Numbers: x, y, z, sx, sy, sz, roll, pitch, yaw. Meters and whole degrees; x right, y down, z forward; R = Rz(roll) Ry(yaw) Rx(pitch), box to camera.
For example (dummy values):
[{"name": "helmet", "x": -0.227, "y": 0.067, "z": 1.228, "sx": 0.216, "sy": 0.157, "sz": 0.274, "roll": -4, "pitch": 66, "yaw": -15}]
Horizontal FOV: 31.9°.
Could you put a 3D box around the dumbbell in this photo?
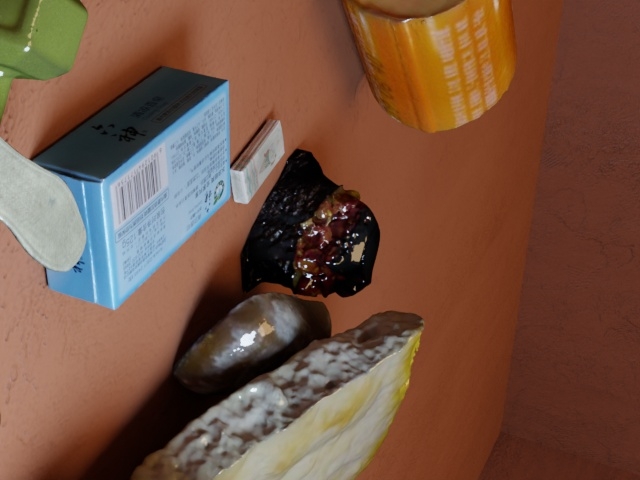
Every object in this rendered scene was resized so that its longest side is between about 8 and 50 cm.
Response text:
[{"name": "dumbbell", "x": -0.264, "y": -0.057, "z": 0.809, "sx": 0.108, "sy": 0.121, "sz": 0.302, "roll": 180, "pitch": -74, "yaw": -80}]

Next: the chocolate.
[{"name": "chocolate", "x": -0.067, "y": 0.149, "z": 1.430, "sx": 0.157, "sy": 0.080, "sz": 0.254, "roll": -43, "pitch": 161, "yaw": 11}]

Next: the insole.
[{"name": "insole", "x": -0.210, "y": -0.027, "z": 0.802, "sx": 0.192, "sy": 0.010, "sz": 0.063, "roll": 60, "pitch": 49, "yaw": -66}]

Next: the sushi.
[{"name": "sushi", "x": 0.000, "y": 0.000, "z": 1.497, "sx": 0.172, "sy": 0.150, "sz": 0.153, "roll": -52, "pitch": 151, "yaw": -46}]

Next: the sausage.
[{"name": "sausage", "x": 0.153, "y": -0.318, "z": 1.566, "sx": 0.287, "sy": 0.233, "sz": 0.233, "roll": 65, "pitch": 44, "yaw": -62}]

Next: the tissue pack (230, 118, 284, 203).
[{"name": "tissue pack", "x": -0.078, "y": -0.099, "z": 1.401, "sx": 0.056, "sy": 0.023, "sz": 0.108, "roll": 85, "pitch": 28, "yaw": -45}]

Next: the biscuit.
[{"name": "biscuit", "x": -0.052, "y": 0.280, "z": 1.444, "sx": 0.429, "sy": 0.104, "sz": 0.446, "roll": -36, "pitch": 154, "yaw": -24}]

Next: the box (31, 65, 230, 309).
[{"name": "box", "x": -0.174, "y": -0.057, "z": 1.090, "sx": 0.232, "sy": 0.083, "sz": 0.143, "roll": -52, "pitch": 150, "yaw": -50}]
